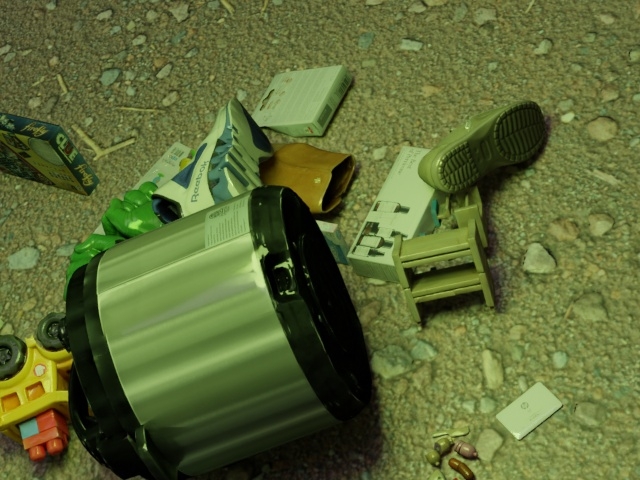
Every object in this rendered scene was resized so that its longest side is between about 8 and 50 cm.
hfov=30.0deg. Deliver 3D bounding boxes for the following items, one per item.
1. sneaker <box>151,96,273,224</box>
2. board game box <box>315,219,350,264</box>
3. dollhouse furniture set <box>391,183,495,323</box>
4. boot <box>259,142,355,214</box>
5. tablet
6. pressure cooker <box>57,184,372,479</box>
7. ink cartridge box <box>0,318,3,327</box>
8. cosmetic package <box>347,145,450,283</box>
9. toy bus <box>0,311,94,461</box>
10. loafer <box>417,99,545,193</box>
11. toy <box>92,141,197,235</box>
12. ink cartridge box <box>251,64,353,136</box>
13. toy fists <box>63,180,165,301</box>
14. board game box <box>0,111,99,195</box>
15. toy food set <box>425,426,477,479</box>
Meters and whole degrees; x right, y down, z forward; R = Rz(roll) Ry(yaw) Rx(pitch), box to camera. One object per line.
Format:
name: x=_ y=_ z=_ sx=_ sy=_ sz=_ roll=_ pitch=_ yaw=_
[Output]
sneaker: x=-0.187 y=-0.106 z=1.959 sx=0.182 sy=0.127 sz=0.315 roll=-30 pitch=26 yaw=18
board game box: x=0.000 y=0.000 z=1.973 sx=0.090 sy=0.090 sz=0.020 roll=10 pitch=57 yaw=30
dollhouse furniture set: x=0.198 y=0.020 z=1.873 sx=0.129 sy=0.128 sz=0.183 roll=-12 pitch=26 yaw=15
boot: x=-0.085 y=-0.063 z=2.044 sx=0.211 sy=0.104 sz=0.295 roll=12 pitch=53 yaw=38
tablet: x=0.298 y=0.243 z=1.712 sx=0.083 sy=0.006 sz=0.054 roll=-36 pitch=48 yaw=-8
pressure cooker: x=-0.174 y=0.144 z=1.736 sx=0.421 sy=0.370 sz=0.375 roll=-22 pitch=84 yaw=9
ink cartridge box: x=-0.714 y=0.093 z=2.082 sx=0.198 sy=0.272 sz=0.114 roll=11 pitch=56 yaw=29
cosmetic package: x=0.140 y=-0.046 z=1.971 sx=0.099 sy=0.060 sz=0.239 roll=11 pitch=59 yaw=29
toy bus: x=-0.432 y=0.246 z=1.940 sx=0.220 sy=0.149 sz=0.211 roll=-25 pitch=61 yaw=0
loafer: x=0.259 y=-0.159 z=1.948 sx=0.269 sy=0.101 sz=0.092 roll=-26 pitch=22 yaw=-33
toy: x=-0.286 y=-0.061 z=2.165 sx=0.137 sy=0.056 sz=0.237 roll=28 pitch=75 yaw=37
ink cartridge box: x=-0.042 y=-0.256 z=2.241 sx=0.179 sy=0.045 sz=0.145 roll=-2 pitch=52 yaw=45
toy fists: x=-0.330 y=0.010 z=2.021 sx=0.142 sy=0.096 sz=0.279 roll=11 pitch=52 yaw=27
board game box: x=-0.558 y=-0.173 z=2.299 sx=0.243 sy=0.165 sz=0.042 roll=15 pitch=61 yaw=31
toy food set: x=0.185 y=0.318 z=1.691 sx=0.078 sy=0.019 sz=0.122 roll=-12 pitch=50 yaw=14
